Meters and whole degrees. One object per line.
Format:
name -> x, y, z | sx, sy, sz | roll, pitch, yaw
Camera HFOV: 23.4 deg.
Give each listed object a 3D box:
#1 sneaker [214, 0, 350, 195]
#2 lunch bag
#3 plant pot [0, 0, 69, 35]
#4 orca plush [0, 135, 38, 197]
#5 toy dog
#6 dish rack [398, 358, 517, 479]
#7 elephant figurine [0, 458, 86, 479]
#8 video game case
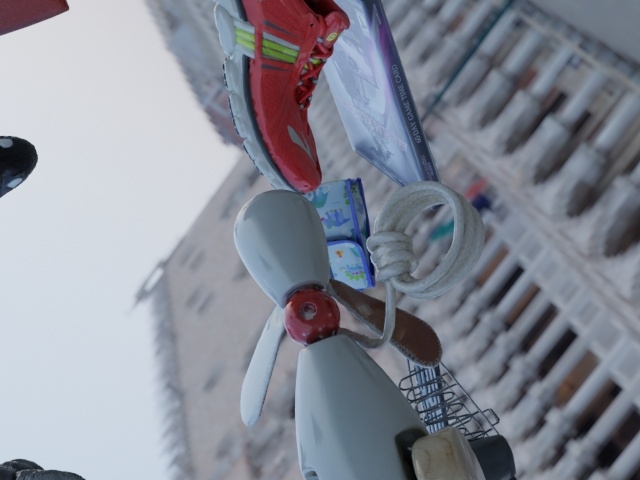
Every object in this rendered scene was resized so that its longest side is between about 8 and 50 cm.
sneaker -> -0.028, -0.173, 1.416 | 0.107, 0.118, 0.279 | -66, -35, -71
lunch bag -> 0.000, 0.000, 2.064 | 0.096, 0.129, 0.151 | -19, -81, -75
plant pot -> -0.415, -0.301, 1.353 | 0.267, 0.236, 0.267 | 49, 167, 39
orca plush -> -0.551, -0.094, 2.195 | 0.287, 0.151, 0.102 | 1, -175, -4
toy dog -> 0.032, 0.129, 1.214 | 0.220, 0.333, 0.161 | -4, 157, 14
dish rack -> 0.144, 0.236, 1.718 | 0.271, 0.074, 0.208 | -126, 21, -54
elephant figurine -> -0.285, 0.274, 1.467 | 0.186, 0.169, 0.239 | -56, -52, -64
video game case -> 0.048, -0.181, 1.706 | 0.196, 0.026, 0.274 | 42, 157, 53
